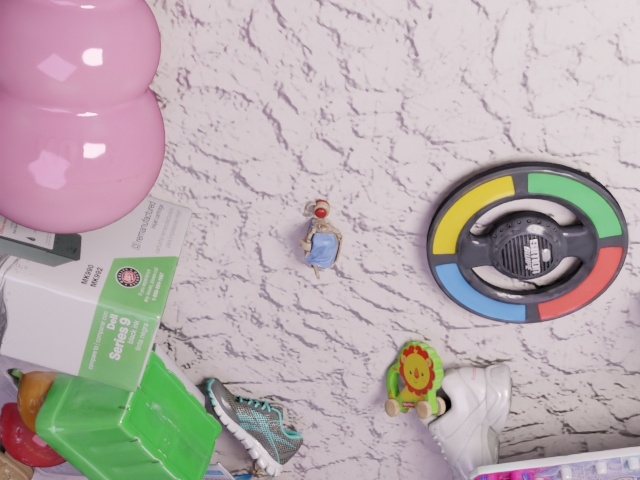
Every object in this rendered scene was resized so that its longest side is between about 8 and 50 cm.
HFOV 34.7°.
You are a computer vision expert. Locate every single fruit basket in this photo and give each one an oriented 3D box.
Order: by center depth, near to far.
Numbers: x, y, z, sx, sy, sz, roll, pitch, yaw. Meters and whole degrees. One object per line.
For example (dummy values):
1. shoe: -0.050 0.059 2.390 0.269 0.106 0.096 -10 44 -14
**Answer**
1. fruit basket: -0.322 0.225 1.342 0.353 0.165 0.327 1 141 34

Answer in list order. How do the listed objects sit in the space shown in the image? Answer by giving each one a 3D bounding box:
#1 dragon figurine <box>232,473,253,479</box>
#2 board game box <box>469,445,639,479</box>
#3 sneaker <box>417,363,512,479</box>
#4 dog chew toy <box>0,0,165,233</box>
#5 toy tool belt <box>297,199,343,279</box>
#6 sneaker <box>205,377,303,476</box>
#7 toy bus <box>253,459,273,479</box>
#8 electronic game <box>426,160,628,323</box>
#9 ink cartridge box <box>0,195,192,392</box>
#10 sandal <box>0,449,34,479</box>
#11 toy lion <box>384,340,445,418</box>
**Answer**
1. dragon figurine: -0.127 0.374 1.408 0.289 0.144 0.085 -14 90 4
2. board game box: 0.421 0.364 1.352 0.390 0.050 0.390 -10 146 13
3. sneaker: 0.184 0.253 1.360 0.115 0.090 0.232 8 119 7
4. dog chew toy: -0.246 -0.175 1.002 0.206 0.206 0.332 11 120 -3
5. toy tool belt: 0.000 0.000 1.196 0.052 0.051 0.083 4 127 2
6. sneaker: -0.088 0.239 1.390 0.076 0.065 0.166 -40 107 -4
7. toy bus: -0.097 0.437 1.504 0.191 0.104 0.202 -26 121 22
8. electronic game: 0.237 0.007 1.182 0.229 0.048 0.229 3 127 3
9. ink cartridge box: -0.310 0.023 1.141 0.289 0.211 0.121 17 125 -8
10. sandal: -0.520 0.302 1.449 0.240 0.079 0.088 40 128 -21
11. toy lion: 0.120 0.177 1.309 0.034 0.096 0.100 -6 178 -37
